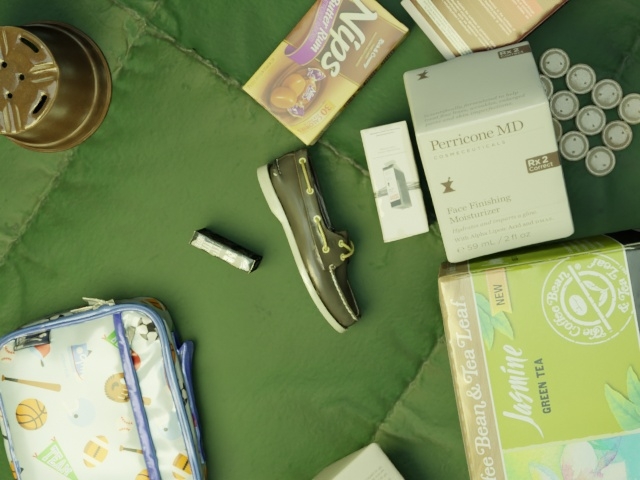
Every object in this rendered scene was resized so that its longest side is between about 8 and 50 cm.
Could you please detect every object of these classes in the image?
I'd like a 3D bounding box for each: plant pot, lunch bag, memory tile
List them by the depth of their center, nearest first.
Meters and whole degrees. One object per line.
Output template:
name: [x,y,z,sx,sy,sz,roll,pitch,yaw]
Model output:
plant pot: [-0.351,-0.187,1.653,0.167,0.165,0.167,0,94,5]
memory tile: [0.310,-0.154,1.666,0.148,0.012,0.113,31,96,2]
lunch bag: [-0.264,0.217,1.698,0.243,0.115,0.303,-12,93,4]

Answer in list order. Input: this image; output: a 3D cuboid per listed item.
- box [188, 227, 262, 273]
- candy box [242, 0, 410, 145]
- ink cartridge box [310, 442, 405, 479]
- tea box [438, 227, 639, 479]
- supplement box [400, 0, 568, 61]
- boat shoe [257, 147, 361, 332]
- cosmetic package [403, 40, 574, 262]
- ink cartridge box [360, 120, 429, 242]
box: [-0.115,0.012,1.691,0.083,0.067,0.018,26,96,3]
candy box: [0.008,-0.219,1.672,0.109,0.053,0.186,42,98,2]
ink cartridge box: [0.059,0.432,1.615,0.223,0.129,0.307,-37,89,-38]
tea box: [0.317,0.165,1.580,0.323,0.220,0.329,-11,93,7]
supplement box: [0.225,-0.307,1.593,0.239,0.073,0.130,-39,89,30]
boat shoe: [0.000,0.000,1.671,0.069,0.081,0.227,-26,88,11]
cosmetic package: [0.192,-0.102,1.577,0.151,0.151,0.183,-14,124,7]
ink cartridge box: [0.091,-0.072,1.649,0.056,0.099,0.135,-12,93,5]
